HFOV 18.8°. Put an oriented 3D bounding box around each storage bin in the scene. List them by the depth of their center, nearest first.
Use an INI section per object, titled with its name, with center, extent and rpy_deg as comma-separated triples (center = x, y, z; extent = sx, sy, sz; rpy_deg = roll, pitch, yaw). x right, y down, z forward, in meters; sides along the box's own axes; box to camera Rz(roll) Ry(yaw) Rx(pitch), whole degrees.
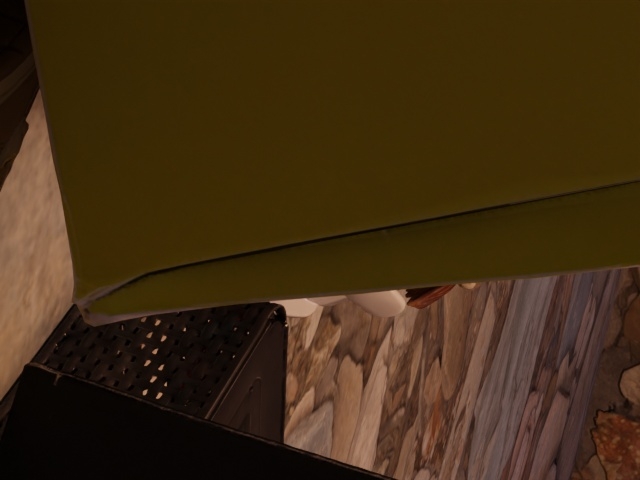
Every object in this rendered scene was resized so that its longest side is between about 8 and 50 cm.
[storage bin]
center = -0.084, 0.108, 0.829
extent = 0.180, 0.084, 0.122
rpy_deg = -60, 159, -49

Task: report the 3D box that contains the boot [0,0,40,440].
[boot]
center = -0.127, 0.009, 0.590
extent = 0.165, 0.077, 0.213
rpy_deg = 86, 26, -54

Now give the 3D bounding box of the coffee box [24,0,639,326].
[coffee box]
center = 0.108, -0.186, 0.596
extent = 0.334, 0.338, 0.338
rpy_deg = -35, 118, -69

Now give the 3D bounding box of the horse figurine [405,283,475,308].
[horse figurine]
center = 0.101, -0.082, 1.291
extent = 0.174, 0.066, 0.263
rpy_deg = 111, -14, -54

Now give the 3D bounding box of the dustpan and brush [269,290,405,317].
[dustpan and brush]
center = 0.000, 0.000, 1.029
extent = 0.211, 0.147, 0.060
rpy_deg = 38, 44, -45

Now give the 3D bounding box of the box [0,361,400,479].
[box]
center = 0.012, 0.136, 0.690
extent = 0.261, 0.184, 0.103
rpy_deg = 40, 65, -67
